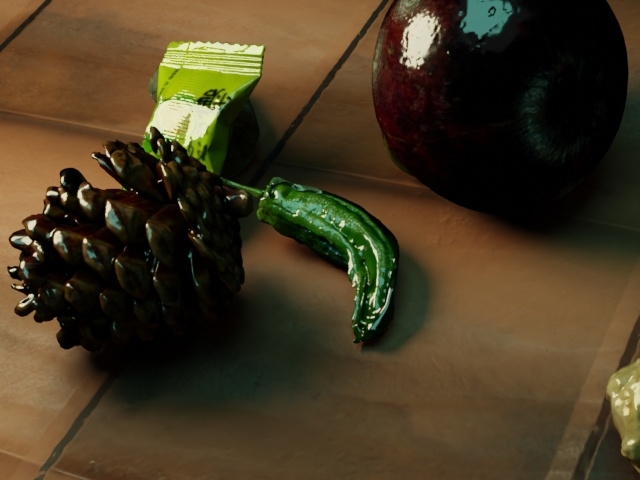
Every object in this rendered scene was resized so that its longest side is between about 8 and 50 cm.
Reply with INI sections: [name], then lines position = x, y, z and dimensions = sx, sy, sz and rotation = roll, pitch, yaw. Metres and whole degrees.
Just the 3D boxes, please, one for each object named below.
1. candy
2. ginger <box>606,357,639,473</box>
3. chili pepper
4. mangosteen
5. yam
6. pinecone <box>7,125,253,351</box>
[candy]
position = -0.155, -0.117, 1.595
dimensions = 0.149, 0.069, 0.246
rotation = 12, 82, 23
[ginger]
position = 0.426, 0.173, 1.206
dimensions = 0.354, 0.126, 0.190
rotation = 19, 40, 26
[chili pepper]
position = 0.000, 0.000, 1.517
dimensions = 0.122, 0.065, 0.279
rotation = -25, 52, -36
[mangosteen]
position = 0.185, -0.185, 1.523
dimensions = 0.300, 0.300, 0.300
rotation = -6, 42, 6
[yam]
position = -0.139, -0.162, 1.710
dimensions = 0.107, 0.107, 0.183
rotation = -21, 46, -11
[pinecone]
position = -0.194, 0.006, 1.449
dimensions = 0.272, 0.224, 0.224
rotation = -27, 40, 12
